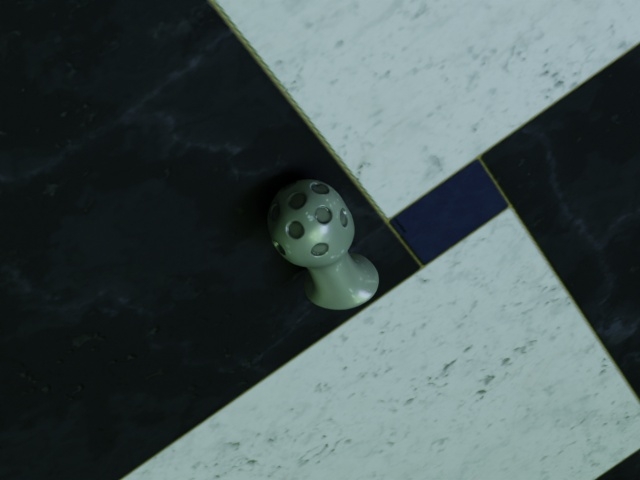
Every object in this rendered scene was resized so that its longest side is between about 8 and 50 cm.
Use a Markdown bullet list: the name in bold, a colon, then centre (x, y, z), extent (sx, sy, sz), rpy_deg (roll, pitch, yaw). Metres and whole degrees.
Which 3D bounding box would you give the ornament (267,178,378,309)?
- **ornament**: centre (0.000, 0.000, 1.659), extent (0.075, 0.081, 0.156), rpy_deg (4, 153, 20)
